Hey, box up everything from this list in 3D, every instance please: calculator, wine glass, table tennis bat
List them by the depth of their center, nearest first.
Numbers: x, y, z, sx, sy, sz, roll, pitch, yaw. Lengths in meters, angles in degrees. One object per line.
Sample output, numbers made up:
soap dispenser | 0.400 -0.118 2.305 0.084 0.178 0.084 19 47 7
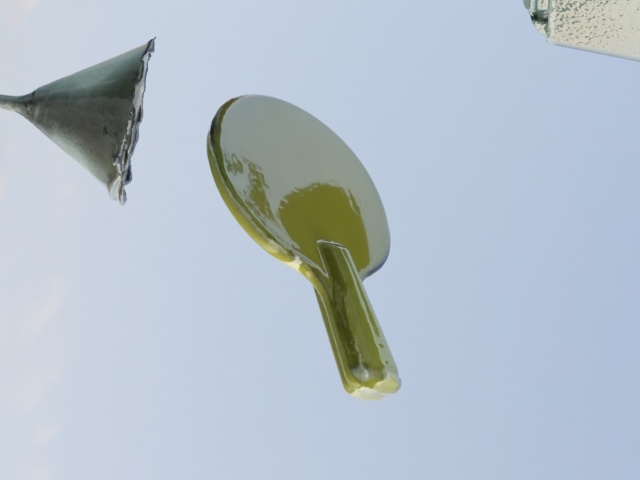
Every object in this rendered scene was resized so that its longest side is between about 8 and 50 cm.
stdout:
wine glass | -0.271 -0.122 1.364 0.156 0.232 0.156 -170 -90 -84
table tennis bat | 0.000 0.000 1.564 0.054 0.224 0.368 -44 -126 35
calculator | 0.338 -0.251 1.682 0.141 0.246 0.045 82 26 -53
